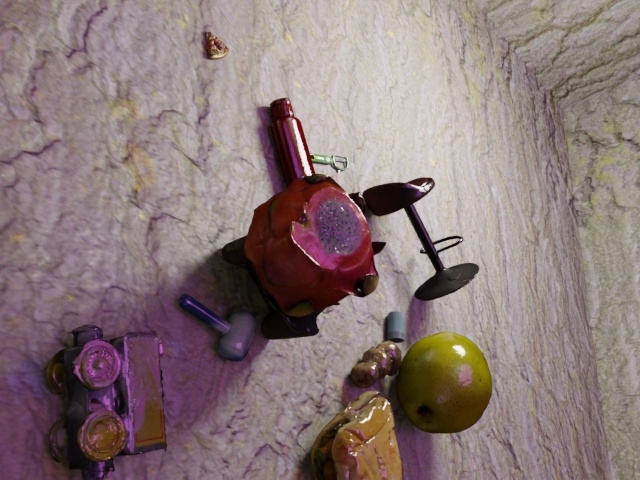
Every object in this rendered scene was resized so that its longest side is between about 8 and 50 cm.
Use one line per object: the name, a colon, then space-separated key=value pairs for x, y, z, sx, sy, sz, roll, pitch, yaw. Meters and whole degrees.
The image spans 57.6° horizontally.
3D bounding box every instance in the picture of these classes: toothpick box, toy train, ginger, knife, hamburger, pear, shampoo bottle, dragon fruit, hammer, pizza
toothpick box: x=0.226 y=0.260 z=1.741 sx=0.052 sy=0.052 sz=0.083 roll=28 pitch=54 yaw=-39
toy train: x=-0.362 y=0.274 z=1.003 sx=0.177 sy=0.134 sz=0.261 roll=7 pitch=70 yaw=-47
ginger: x=0.157 y=0.344 z=1.606 sx=0.204 sy=0.080 sz=0.104 roll=-13 pitch=90 yaw=-52
knife: x=0.015 y=-0.232 z=1.732 sx=0.212 sy=0.015 sz=0.054 roll=1 pitch=82 yaw=-49
hamburger: x=0.074 y=0.527 z=1.375 sx=0.209 sy=0.162 sz=0.330 roll=13 pitch=68 yaw=-43
pear: x=0.351 y=0.409 z=1.658 sx=0.294 sy=0.294 sz=0.294 roll=22 pitch=59 yaw=-42
shampoo bottle: x=-0.078 y=-0.259 z=1.598 sx=0.102 sy=0.064 sz=0.260 roll=-9 pitch=81 yaw=-46
dragon fruit: x=0.000 y=0.000 z=1.192 sx=0.290 sy=0.189 sz=0.291 roll=12 pitch=70 yaw=-38
hammer: x=-0.226 y=0.173 z=1.257 sx=0.194 sy=0.069 sz=0.116 roll=39 pitch=50 yaw=-26
pizza: x=-0.273 y=-0.509 z=1.508 sx=0.078 sy=0.025 sz=0.083 roll=59 pitch=42 yaw=-17

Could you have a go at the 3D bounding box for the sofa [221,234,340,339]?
sofa: x=-0.111 y=0.101 z=1.328 sx=0.182 sy=0.200 sz=0.258 roll=-32 pitch=100 yaw=-38

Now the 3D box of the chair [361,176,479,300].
chair: x=0.311 y=-0.035 z=1.826 sx=0.226 sy=0.226 sz=0.401 roll=-42 pitch=106 yaw=-48
